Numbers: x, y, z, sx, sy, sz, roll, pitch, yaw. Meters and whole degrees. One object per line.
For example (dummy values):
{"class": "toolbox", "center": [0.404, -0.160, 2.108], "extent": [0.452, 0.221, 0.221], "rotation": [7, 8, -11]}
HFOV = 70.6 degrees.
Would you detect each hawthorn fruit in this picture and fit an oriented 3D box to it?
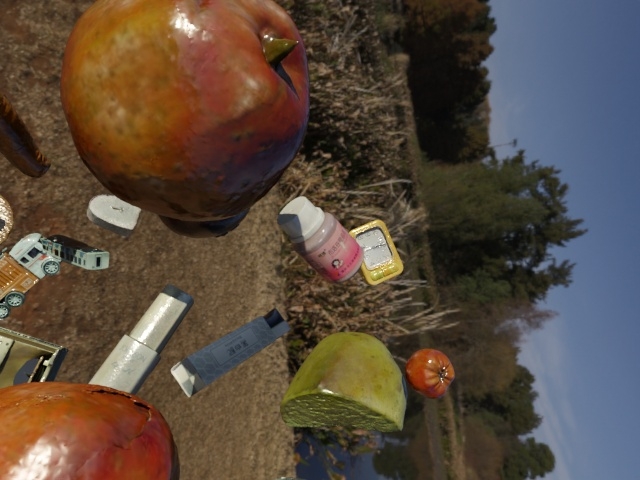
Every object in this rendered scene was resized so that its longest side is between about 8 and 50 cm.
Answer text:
{"class": "hawthorn fruit", "center": [0.271, 0.340, 1.165], "extent": [0.125, 0.140, 0.125], "rotation": [-25, 118, -60]}
{"class": "hawthorn fruit", "center": [-0.186, -0.233, 0.735], "extent": [0.403, 0.403, 0.402], "rotation": [-8, 90, -74]}
{"class": "hawthorn fruit", "center": [-0.287, 0.229, 0.418], "extent": [0.211, 0.299, 0.211], "rotation": [9, 90, -81]}

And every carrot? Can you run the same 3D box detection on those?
{"class": "carrot", "center": [-0.458, -0.160, 0.658], "extent": [0.186, 0.060, 0.060], "rotation": [85, 6, -57]}

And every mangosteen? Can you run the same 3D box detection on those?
{"class": "mangosteen", "center": [-0.363, -0.175, 1.348], "extent": [0.306, 0.306, 0.359], "rotation": [-72, 143, -57]}

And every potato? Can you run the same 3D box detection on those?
{"class": "potato", "center": [0.066, 0.348, 1.243], "extent": [0.280, 0.331, 0.212], "rotation": [-76, 158, -46]}

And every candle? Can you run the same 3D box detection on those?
{"class": "candle", "center": [-0.726, -0.097, 1.634], "extent": [0.192, 0.068, 0.168], "rotation": [-26, 83, -43]}

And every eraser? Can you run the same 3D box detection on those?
{"class": "eraser", "center": [-0.251, 0.322, 1.355], "extent": [0.096, 0.098, 0.404], "rotation": [55, 31, 9]}

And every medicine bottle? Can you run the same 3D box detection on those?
{"class": "medicine bottle", "center": [0.000, 0.000, 1.219], "extent": [0.247, 0.147, 0.147], "rotation": [46, 33, -29]}

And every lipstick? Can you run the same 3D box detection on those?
{"class": "lipstick", "center": [-0.333, 0.202, 0.841], "extent": [0.252, 0.079, 0.077], "rotation": [-61, 179, -27]}

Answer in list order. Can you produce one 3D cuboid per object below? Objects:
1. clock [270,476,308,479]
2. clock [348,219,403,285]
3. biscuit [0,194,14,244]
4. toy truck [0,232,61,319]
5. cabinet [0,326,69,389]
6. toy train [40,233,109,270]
{"class": "clock", "center": [-0.094, 0.767, 1.218], "extent": [0.055, 0.281, 0.280], "rotation": [-115, -169, -71]}
{"class": "clock", "center": [0.183, 0.043, 1.555], "extent": [0.096, 0.144, 0.202], "rotation": [116, -50, -84]}
{"class": "biscuit", "center": [-1.113, -0.060, 1.419], "extent": [0.037, 0.262, 0.261], "rotation": [134, -37, -54]}
{"class": "toy truck", "center": [-1.003, 0.110, 1.480], "extent": [0.162, 0.305, 0.136], "rotation": [50, -11, -27]}
{"class": "cabinet", "center": [-0.898, 0.364, 1.245], "extent": [0.290, 0.318, 0.227], "rotation": [27, 69, -20]}
{"class": "toy train", "center": [-0.484, 0.021, 0.881], "extent": [0.043, 0.208, 0.047], "rotation": [-3, 102, -53]}
